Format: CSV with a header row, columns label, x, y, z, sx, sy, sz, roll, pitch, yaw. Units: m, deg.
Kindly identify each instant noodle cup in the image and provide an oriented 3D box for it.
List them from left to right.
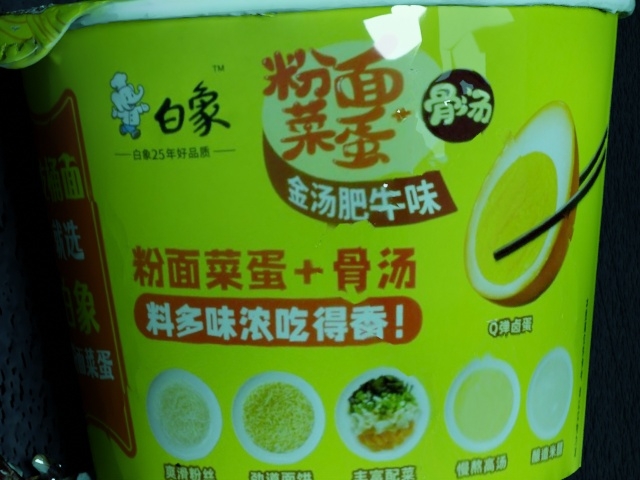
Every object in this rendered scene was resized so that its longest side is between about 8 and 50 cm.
label,x,y,z,sx,sy,sz,roll,pitch,yaw
instant noodle cup,0.000,0.000,0.852,0.311,0.311,0.221,-6,94,-61

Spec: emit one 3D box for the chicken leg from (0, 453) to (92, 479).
label,x,y,z,sx,sy,sz,roll,pitch,yaw
chicken leg,-0.177,0.085,0.731,0.253,0.051,0.106,11,77,-60
